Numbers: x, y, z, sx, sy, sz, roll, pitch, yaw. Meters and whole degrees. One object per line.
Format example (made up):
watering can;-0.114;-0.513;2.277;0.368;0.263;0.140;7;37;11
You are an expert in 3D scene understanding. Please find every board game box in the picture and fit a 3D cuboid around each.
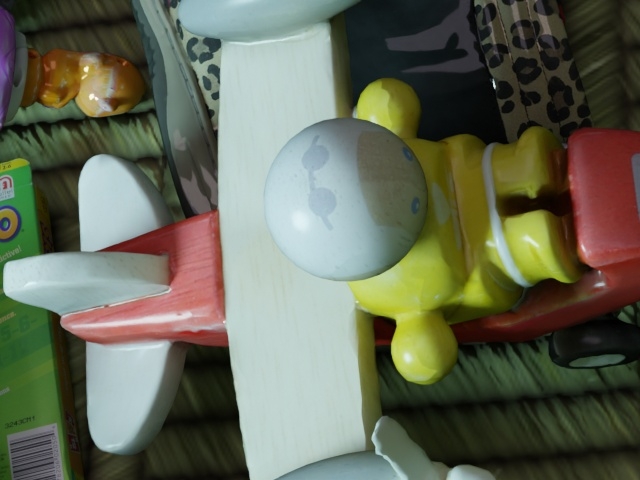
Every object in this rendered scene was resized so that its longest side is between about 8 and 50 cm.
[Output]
board game box;-0.240;0.074;1.283;0.124;0.039;0.259;-15;68;8

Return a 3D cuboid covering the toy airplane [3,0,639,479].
toy airplane;0.000;0.000;1.055;0.386;0.272;0.384;39;84;15

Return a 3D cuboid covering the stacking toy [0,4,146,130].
stacking toy;-0.271;-0.127;1.314;0.302;0.166;0.175;7;30;-22

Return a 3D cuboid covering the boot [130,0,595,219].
boot;0.016;-0.177;1.283;0.284;0.138;0.377;-17;65;9

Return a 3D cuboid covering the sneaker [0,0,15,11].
sneaker;-0.266;-0.245;1.395;0.297;0.111;0.129;-48;35;18
